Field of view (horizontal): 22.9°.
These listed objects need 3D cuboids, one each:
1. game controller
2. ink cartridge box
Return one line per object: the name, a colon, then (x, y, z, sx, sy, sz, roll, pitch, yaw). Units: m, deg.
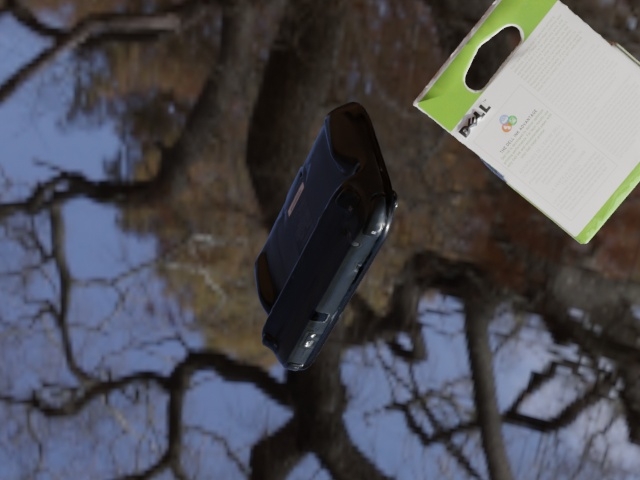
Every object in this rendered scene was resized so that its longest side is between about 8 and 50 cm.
game controller: (0.000, 0.000, 1.682, 0.067, 0.319, 0.166, 8, -128, -18)
ink cartridge box: (0.242, -0.150, 1.706, 0.255, 0.189, 0.097, 37, -173, -17)
